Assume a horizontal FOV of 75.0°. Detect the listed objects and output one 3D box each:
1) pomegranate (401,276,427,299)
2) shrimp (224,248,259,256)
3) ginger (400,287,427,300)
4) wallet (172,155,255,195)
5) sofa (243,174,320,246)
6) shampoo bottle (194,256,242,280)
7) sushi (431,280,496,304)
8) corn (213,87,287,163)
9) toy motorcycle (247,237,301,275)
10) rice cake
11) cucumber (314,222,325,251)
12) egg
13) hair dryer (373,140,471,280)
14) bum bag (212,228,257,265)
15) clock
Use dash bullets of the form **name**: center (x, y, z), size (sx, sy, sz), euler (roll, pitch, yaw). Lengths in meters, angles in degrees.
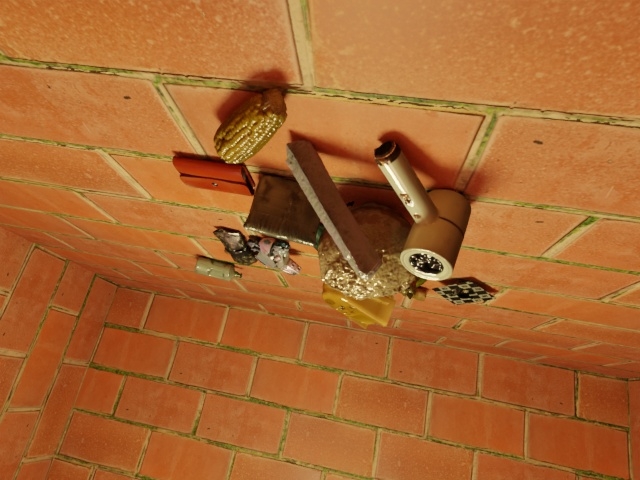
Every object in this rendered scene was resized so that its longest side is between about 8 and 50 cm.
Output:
- **pomegranate**: center (0.286, 0.101, 1.377), size (0.159, 0.205, 0.159), euler (5, 130, 6)
- **shrimp**: center (-0.333, 0.055, 1.838), size (0.190, 0.042, 0.101), euler (7, 180, 11)
- **ginger**: center (0.358, 0.199, 1.786), size (0.298, 0.065, 0.118), euler (28, 168, -34)
- **wallet**: center (-0.296, -0.178, 1.170), size (0.204, 0.045, 0.142), euler (9, 160, 9)
- **sofa**: center (-0.103, -0.057, 1.194), size (0.210, 0.176, 0.225), euler (15, 160, -8)
- **shampoo bottle**: center (-0.514, 0.152, 2.128), size (0.234, 0.087, 0.118), euler (15, 161, -9)
- **sushi**: center (0.583, 0.201, 1.703), size (0.210, 0.040, 0.192), euler (30, 147, -35)
- **corn**: center (-0.152, -0.232, 0.874), size (0.097, 0.097, 0.261), euler (23, 156, -28)
- **toy motorcycle**: center (-0.161, 0.058, 1.638), size (0.239, 0.108, 0.204), euler (23, 157, -28)
- **rice cake**: center (0.028, -0.070, 0.974), size (0.365, 0.072, 0.056), euler (57, 156, -7)
- **cucumber**: center (0.000, 0.000, 1.465), size (0.115, 0.063, 0.244), euler (0, 155, 28)
- **egg**: center (0.137, 0.030, 1.160), size (0.310, 0.280, 0.279), euler (-9, 168, -22)
- **hair dryer**: center (0.218, -0.091, 0.955), size (0.128, 0.203, 0.362), euler (-4, 138, 44)
- **bum bag**: center (-0.339, 0.029, 1.701), size (0.102, 0.069, 0.248), euler (9, 150, 25)
- **clock**: center (0.156, 0.254, 1.902), size (0.316, 0.201, 0.244), euler (27, 154, -15)
